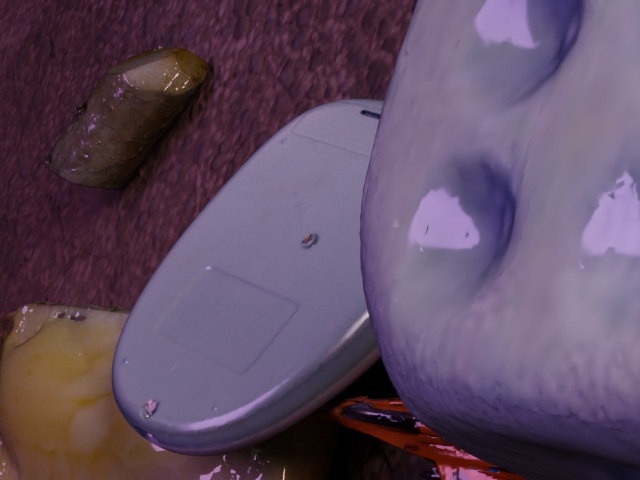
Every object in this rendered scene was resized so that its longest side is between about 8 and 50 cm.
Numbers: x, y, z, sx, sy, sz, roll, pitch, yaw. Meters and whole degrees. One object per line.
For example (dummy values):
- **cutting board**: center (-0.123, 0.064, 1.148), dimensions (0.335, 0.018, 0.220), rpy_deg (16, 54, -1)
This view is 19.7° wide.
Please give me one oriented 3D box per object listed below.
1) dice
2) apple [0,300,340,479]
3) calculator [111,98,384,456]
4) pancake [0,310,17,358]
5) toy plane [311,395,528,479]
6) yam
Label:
- **dice**: center (0.192, -0.021, 0.652), dimensions (0.265, 0.262, 0.268), rpy_deg (4, 74, 58)
- **apple**: center (-0.096, 0.146, 1.097), dimensions (0.265, 0.120, 0.193), rpy_deg (4, 70, 41)
- **calculator**: center (0.000, 0.000, 1.031), dimensions (0.184, 0.042, 0.295), rpy_deg (20, 62, 47)
- **pancake**: center (-0.255, 0.121, 1.460), dimensions (0.139, 0.022, 0.139), rpy_deg (-36, 43, 41)
- **toy plane**: center (0.066, 0.098, 0.946), dimensions (0.188, 0.062, 0.135), rpy_deg (3, 75, 44)
- **yam**: center (-0.150, -0.095, 1.400), dimensions (0.146, 0.070, 0.069), rpy_deg (-52, 34, 25)
